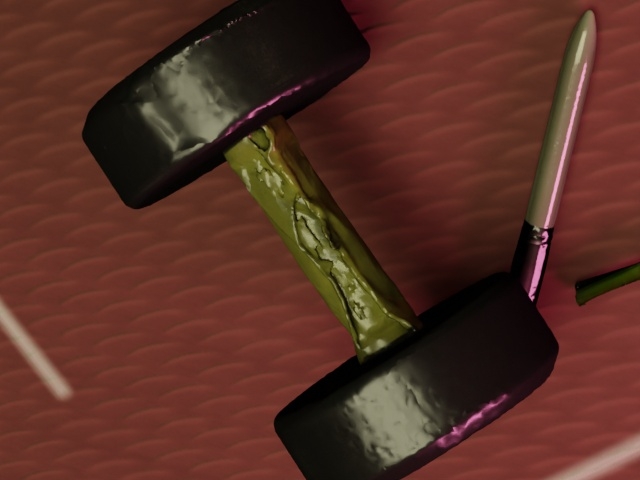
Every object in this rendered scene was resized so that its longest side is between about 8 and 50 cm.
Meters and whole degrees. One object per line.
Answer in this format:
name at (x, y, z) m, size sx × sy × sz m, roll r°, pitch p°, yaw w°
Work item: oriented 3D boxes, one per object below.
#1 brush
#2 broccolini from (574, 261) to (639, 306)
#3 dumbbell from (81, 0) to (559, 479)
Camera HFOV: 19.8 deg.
brush at (0.157, -0.025, 1.319) m, size 0.042 × 0.039 × 0.299 m, roll 16°, pitch 117°, yaw 15°
broccolini at (0.277, 0.007, 1.294) m, size 0.218 × 0.042 × 0.044 m, roll -25°, pitch 104°, yaw 35°
dumbbell at (0.000, 0.000, 1.274) m, size 0.204 × 0.204 × 0.322 m, roll -33°, pitch 90°, yaw 30°
